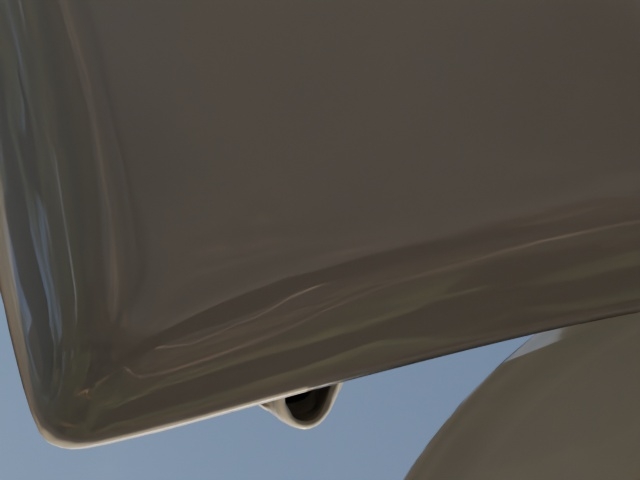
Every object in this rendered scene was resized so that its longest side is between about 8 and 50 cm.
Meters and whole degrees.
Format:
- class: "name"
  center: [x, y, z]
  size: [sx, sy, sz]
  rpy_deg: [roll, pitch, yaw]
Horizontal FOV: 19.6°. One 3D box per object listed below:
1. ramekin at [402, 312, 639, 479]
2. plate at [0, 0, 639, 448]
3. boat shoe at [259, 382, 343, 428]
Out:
- class: "ramekin"
  center: [0.153, 0.124, 0.639]
  size: [0.273, 0.127, 0.273]
  rpy_deg: [-30, -155, 16]
- class: "plate"
  center: [0.015, -0.099, 0.581]
  size: [0.045, 0.277, 0.278]
  rpy_deg: [-81, 158, -86]
- class: "boat shoe"
  center: [0.000, 0.000, 1.282]
  size: [0.088, 0.096, 0.268]
  rpy_deg: [36, -67, 62]
